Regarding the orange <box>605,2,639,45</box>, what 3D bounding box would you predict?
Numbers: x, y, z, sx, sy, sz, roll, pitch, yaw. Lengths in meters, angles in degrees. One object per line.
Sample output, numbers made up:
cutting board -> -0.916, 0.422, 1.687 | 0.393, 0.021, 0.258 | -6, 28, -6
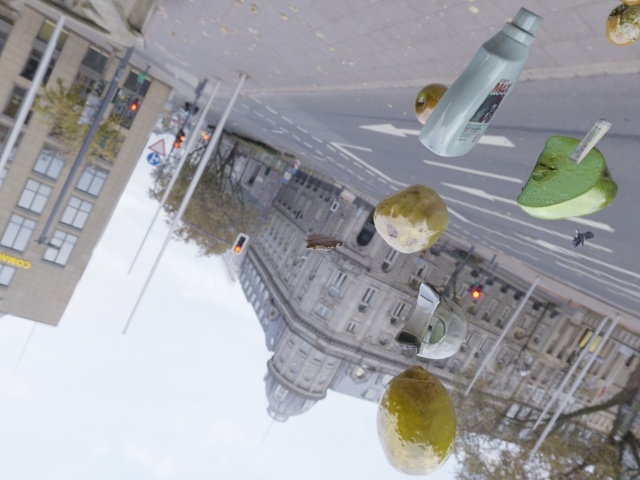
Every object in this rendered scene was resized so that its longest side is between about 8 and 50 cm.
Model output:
orange -> 1.081, -0.765, 1.406 | 0.134, 0.156, 0.156 | 37, -175, -2

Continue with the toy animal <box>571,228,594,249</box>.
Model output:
toy animal -> 0.725, -0.009, 1.127 | 0.050, 0.084, 0.028 | 56, 164, 23

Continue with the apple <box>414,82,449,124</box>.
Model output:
apple -> 0.482, -0.567, 1.688 | 0.155, 0.182, 0.182 | 8, -167, -21

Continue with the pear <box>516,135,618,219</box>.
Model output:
pear -> 0.828, -0.187, 1.318 | 0.159, 0.292, 0.292 | 27, -175, -33

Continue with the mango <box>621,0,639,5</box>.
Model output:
mango -> 0.920, -0.813, 1.158 | 0.201, 0.153, 0.287 | 8, 166, 46

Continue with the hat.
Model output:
hat -> 0.366, 0.277, 1.328 | 0.161, 0.232, 0.275 | 31, 176, -17

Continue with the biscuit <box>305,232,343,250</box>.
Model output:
biscuit -> 0.000, 0.000, 1.253 | 0.119, 0.019, 0.130 | -7, -158, -23

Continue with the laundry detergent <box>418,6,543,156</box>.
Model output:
laundry detergent -> 0.464, -0.433, 1.133 | 0.264, 0.398, 0.125 | -13, -127, -42

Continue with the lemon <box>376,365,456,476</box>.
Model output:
lemon -> 0.195, 0.369, 0.828 | 0.170, 0.207, 0.170 | 1, -179, 0

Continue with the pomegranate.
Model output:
pomegranate -> 0.416, -0.108, 1.837 | 0.332, 0.332, 0.332 | 28, -175, -3

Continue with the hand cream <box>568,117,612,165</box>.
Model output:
hand cream -> 0.808, -0.295, 1.206 | 0.039, 0.143, 0.061 | 18, -146, -13
